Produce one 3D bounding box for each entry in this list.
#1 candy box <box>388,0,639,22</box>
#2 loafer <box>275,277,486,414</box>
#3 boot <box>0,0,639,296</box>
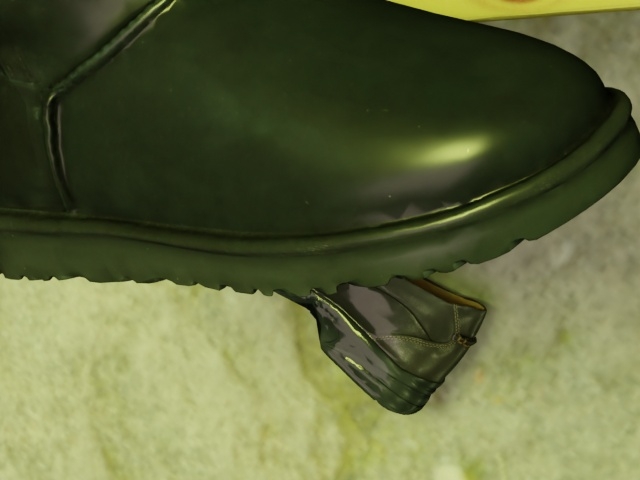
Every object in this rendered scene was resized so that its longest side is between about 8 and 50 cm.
[{"bbox_3d":[0.053,-0.142,0.653,0.316,0.183,0.088,0,117,28],"label":"candy box"},{"bbox_3d":[0.000,0.000,0.844,0.170,0.062,0.061,42,105,-3],"label":"loafer"},{"bbox_3d":[-0.044,-0.093,0.555,0.246,0.094,0.207,-2,119,35],"label":"boot"}]
